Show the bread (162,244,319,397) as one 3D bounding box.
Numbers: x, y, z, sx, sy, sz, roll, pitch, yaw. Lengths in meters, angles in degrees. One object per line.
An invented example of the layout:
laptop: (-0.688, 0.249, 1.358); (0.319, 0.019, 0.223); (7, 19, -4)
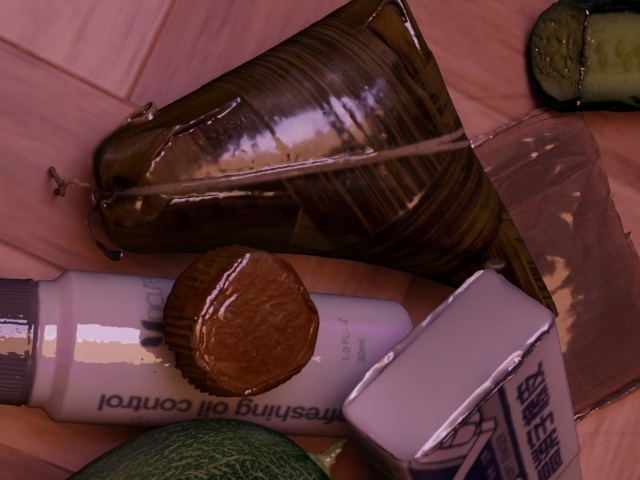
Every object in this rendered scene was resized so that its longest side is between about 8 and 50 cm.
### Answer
bread: (-0.046, 0.045, 0.702); (0.085, 0.053, 0.085); (0, 91, -32)

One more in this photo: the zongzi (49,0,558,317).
zongzi: (0.000, 0.000, 0.774); (0.247, 0.111, 0.241); (-30, 91, -18)

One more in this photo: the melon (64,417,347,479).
melon: (-0.092, 0.205, 0.700); (0.287, 0.182, 0.182); (-42, 103, -2)

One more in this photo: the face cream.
face cream: (-0.099, 0.065, 0.754); (0.311, 0.092, 0.092); (7, 87, -19)

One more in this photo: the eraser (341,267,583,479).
eraser: (0.094, 0.127, 0.777); (0.124, 0.068, 0.210); (-44, 144, -16)

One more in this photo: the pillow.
pillow: (0.166, 0.017, 0.881); (0.135, 0.034, 0.211); (-26, 96, -15)

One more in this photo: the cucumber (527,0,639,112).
cucumber: (0.250, -0.132, 0.907); (0.211, 0.062, 0.078); (-4, 107, -27)
